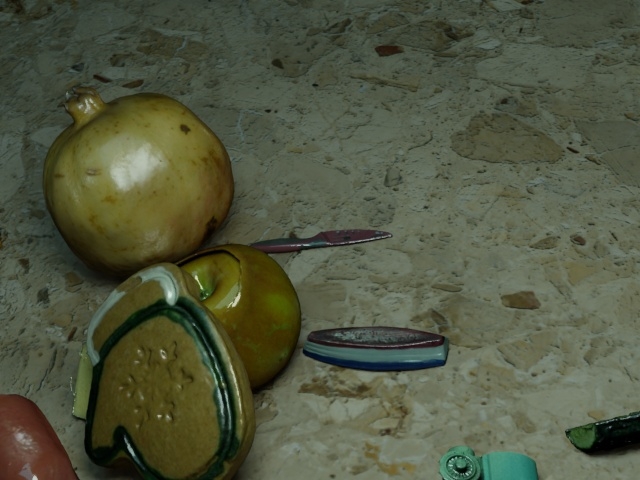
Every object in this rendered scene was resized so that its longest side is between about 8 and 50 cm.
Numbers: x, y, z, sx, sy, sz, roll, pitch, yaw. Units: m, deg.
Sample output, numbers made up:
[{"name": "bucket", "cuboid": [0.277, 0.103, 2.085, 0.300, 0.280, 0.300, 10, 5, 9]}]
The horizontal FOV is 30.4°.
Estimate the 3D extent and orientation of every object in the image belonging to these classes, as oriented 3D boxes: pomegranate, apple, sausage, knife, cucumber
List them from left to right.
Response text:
[{"name": "sausage", "cuboid": [-0.436, 0.322, 1.699, 0.148, 0.148, 0.254, -30, 44, -15]}, {"name": "pomegranate", "cuboid": [-0.316, -0.113, 1.972, 0.342, 0.342, 0.342, -9, 42, 8]}, {"name": "apple", "cuboid": [-0.146, 0.113, 1.783, 0.237, 0.207, 0.237, -11, 41, 9]}, {"name": "knife", "cuboid": [0.000, 0.000, 2.005, 0.247, 0.018, 0.035, -5, 40, 8]}, {"name": "cucumber", "cuboid": [0.442, 0.244, 1.574, 0.220, 0.070, 0.046, -14, 72, 4]}]

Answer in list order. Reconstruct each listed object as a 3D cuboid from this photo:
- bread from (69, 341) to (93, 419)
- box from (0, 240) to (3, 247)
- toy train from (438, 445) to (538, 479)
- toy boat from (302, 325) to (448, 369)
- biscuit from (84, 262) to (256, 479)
[{"name": "bread", "cuboid": [-0.349, 0.220, 1.826, 0.084, 0.080, 0.109, 1, 42, 21]}, {"name": "box", "cuboid": [-0.746, -0.002, 2.188, 0.274, 0.076, 0.174, -25, 42, -10]}, {"name": "toy train", "cuboid": [0.219, 0.371, 1.492, 0.159, 0.101, 0.248, 5, 44, -1]}, {"name": "toy boat", "cuboid": [0.079, 0.159, 1.790, 0.229, 0.046, 0.080, 1, 48, 15]}, {"name": "biscuit", "cuboid": [-0.237, 0.215, 1.669, 0.287, 0.057, 0.344, -39, 61, 20]}]
